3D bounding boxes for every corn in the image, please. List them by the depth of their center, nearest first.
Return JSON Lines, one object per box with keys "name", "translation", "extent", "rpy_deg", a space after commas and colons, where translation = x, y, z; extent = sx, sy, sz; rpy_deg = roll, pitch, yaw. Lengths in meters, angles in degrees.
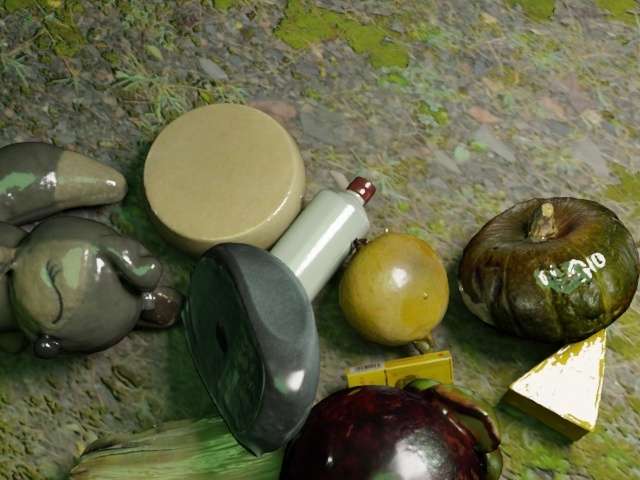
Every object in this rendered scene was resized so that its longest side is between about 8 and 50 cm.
{"name": "corn", "translation": [-0.192, 0.320, 1.157], "extent": [0.305, 0.122, 0.123], "rpy_deg": [-13, 111, -3]}

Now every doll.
{"name": "doll", "translation": [-0.392, 0.000, 1.231], "extent": [0.382, 0.252, 0.379], "rpy_deg": [3, 70, -3]}

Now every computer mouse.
{"name": "computer mouse", "translation": [-0.090, 0.141, 1.133], "extent": [0.114, 0.203, 0.374], "rpy_deg": [9, 27, -30]}

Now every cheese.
{"name": "cheese", "translation": [0.364, 0.184, 1.195], "extent": [0.126, 0.093, 0.171], "rpy_deg": [29, 73, 14]}

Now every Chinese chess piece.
{"name": "Chinese chess piece", "translation": [-0.155, -0.092, 1.323], "extent": [0.273, 0.102, 0.273], "rpy_deg": [-2, 68, 4]}

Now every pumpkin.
{"name": "pumpkin", "translation": [0.328, 0.027, 1.174], "extent": [0.260, 0.189, 0.260], "rpy_deg": [-19, 29, 11]}

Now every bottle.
{"name": "bottle", "translation": [0.000, 0.000, 1.279], "extent": [0.104, 0.104, 0.245], "rpy_deg": [35, 75, 15]}

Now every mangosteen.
{"name": "mangosteen", "translation": [0.090, 0.320, 1.065], "extent": [0.311, 0.311, 0.311], "rpy_deg": [-1, 70, 3]}

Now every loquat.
{"name": "loquat", "translation": [0.113, 0.080, 1.216], "extent": [0.172, 0.149, 0.204], "rpy_deg": [-30, 90, -43]}

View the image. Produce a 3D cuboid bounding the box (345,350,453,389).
{"name": "box", "translation": [0.119, 0.213, 1.206], "extent": [0.155, 0.087, 0.023], "rpy_deg": [-10, 26, 0]}
